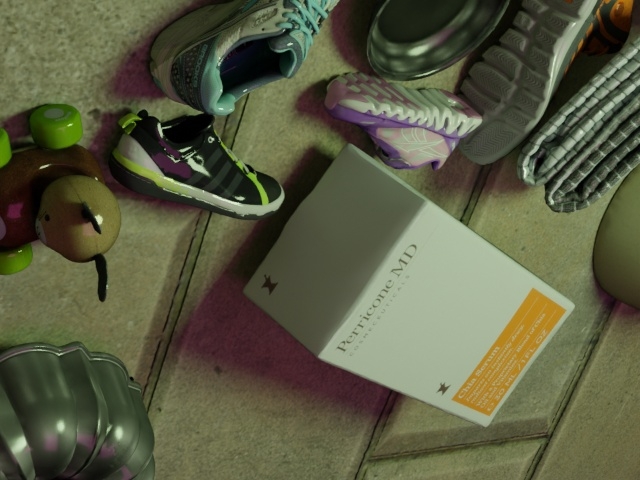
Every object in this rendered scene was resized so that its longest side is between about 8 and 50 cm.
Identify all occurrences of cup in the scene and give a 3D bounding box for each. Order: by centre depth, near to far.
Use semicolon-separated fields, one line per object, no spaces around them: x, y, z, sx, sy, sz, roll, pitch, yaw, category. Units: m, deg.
0.646;0.011;1.850;0.331;0.237;0.331;-20;129;-27;cup

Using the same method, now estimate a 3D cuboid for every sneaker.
-0.038;-0.227;1.210;0.283;0.122;0.110;-42;136;-8;sneaker
-0.122;-0.089;1.267;0.234;0.084;0.097;10;111;-43;sneaker
0.094;-0.137;1.409;0.236;0.095;0.104;5;123;-42;sneaker
0.309;-0.235;1.488;0.180;0.124;0.321;-5;134;-50;sneaker

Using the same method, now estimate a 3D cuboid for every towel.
0.389;-0.161;1.502;0.283;0.121;0.235;-45;176;14;towel

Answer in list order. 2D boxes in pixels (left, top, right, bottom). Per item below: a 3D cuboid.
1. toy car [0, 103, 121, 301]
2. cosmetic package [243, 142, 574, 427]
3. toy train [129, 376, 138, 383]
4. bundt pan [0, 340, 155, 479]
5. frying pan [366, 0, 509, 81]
-0.259;-0.020;1.128;0.149;0.188;0.155;-22;130;-26;toy car
0.135;0.076;1.510;0.230;0.161;0.453;-55;141;5;cosmetic package
-0.285;0.173;1.363;0.158;0.027;0.036;17;118;-44;toy train
-0.332;0.280;1.304;0.331;0.124;0.331;-20;135;-21;bundt pan
0.092;-0.273;1.297;0.326;0.053;0.197;6;134;-47;frying pan
